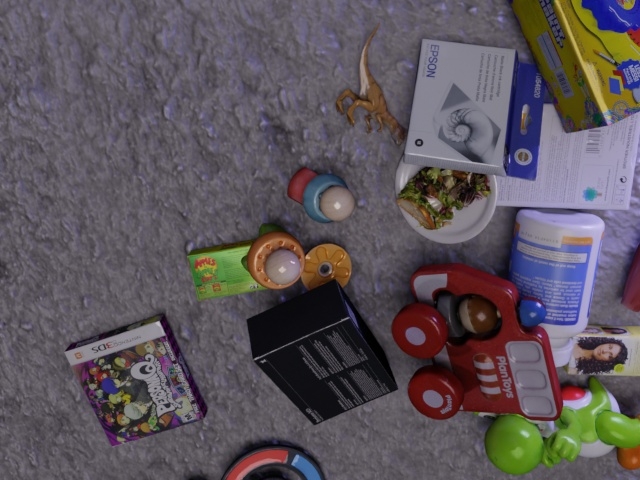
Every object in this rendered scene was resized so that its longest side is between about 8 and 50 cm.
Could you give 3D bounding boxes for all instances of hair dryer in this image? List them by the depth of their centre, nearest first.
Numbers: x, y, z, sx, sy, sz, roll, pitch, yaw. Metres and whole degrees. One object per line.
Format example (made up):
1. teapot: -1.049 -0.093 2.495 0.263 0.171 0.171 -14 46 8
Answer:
1. hair dryer: 0.690 0.042 1.243 0.293 0.080 0.223 -30 104 9

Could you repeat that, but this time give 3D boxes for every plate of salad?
1. plate of salad: 0.214 -0.089 1.187 0.200 0.048 0.200 11 108 35

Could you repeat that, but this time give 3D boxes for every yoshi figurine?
1. yoshi figurine: 0.463 0.387 1.294 0.362 0.203 0.203 12 113 0

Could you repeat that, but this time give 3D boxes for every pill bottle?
1. pill bottle: 0.415 0.084 1.223 0.152 0.152 0.272 4 106 0

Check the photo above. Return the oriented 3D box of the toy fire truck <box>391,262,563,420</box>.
1. toy fire truck: 0.283 0.179 1.196 0.254 0.169 0.302 -6 109 31

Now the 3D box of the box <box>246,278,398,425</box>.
1. box: 0.007 0.213 1.238 0.184 0.103 0.261 -26 134 6

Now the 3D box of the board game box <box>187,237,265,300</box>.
1. board game box: -0.152 0.051 1.280 0.181 0.043 0.092 -10 105 4

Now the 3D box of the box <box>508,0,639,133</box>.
1. box: 0.482 -0.361 1.049 0.279 0.177 0.290 -26 95 2

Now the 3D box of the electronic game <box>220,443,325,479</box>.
1. electronic game: -0.100 0.533 1.396 0.229 0.048 0.229 -1 99 -9

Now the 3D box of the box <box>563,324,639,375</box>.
1. box: 0.592 0.214 1.306 0.232 0.058 0.087 0 106 0

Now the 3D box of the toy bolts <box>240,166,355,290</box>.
1. toy bolts: 0.000 0.000 1.180 0.218 0.158 0.228 25 93 -22

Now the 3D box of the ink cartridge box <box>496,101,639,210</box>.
1. ink cartridge box: 0.400 -0.153 1.201 0.311 0.065 0.186 1 106 -1

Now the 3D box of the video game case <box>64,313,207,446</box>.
1. video game case: -0.368 0.284 1.352 0.210 0.042 0.232 -18 105 7

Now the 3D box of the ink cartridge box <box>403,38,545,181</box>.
1. ink cartridge box: 0.264 -0.221 1.126 0.224 0.045 0.223 8 75 5

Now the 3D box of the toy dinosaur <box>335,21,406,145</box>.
1. toy dinosaur: 0.084 -0.260 1.186 0.112 0.064 0.211 -29 114 -9
